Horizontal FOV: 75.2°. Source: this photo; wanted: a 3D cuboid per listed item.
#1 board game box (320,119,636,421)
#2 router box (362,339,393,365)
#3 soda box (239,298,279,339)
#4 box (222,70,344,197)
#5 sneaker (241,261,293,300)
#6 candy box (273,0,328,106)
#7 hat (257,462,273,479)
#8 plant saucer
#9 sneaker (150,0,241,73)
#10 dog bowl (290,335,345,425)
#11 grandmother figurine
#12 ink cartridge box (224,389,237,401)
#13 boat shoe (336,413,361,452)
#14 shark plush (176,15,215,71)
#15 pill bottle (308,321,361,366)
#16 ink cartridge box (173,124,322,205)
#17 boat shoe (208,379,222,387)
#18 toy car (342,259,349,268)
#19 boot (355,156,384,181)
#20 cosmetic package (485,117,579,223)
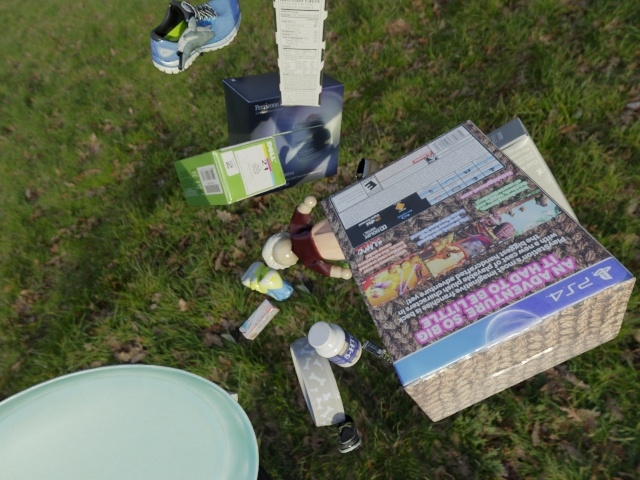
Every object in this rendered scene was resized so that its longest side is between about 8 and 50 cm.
[{"bbox_3d":[0.166,0.026,0.524,0.232,0.141,0.290,-28,48,7],"label":"board game box"},{"bbox_3d":[0.232,0.439,1.626,0.092,0.122,0.038,18,73,45],"label":"router box"},{"bbox_3d":[-0.268,0.346,1.825,0.183,0.058,0.063,-48,61,0],"label":"soda box"},{"bbox_3d":[-0.106,-0.320,1.214,0.297,0.293,0.183,-21,45,-26],"label":"box"},{"bbox_3d":[-0.164,0.139,1.300,0.126,0.240,0.091,43,77,-20],"label":"sneaker"},{"bbox_3d":[-0.029,-0.328,0.593,0.071,0.233,0.159,0,71,-3],"label":"candy box"},{"bbox_3d":[-0.215,0.446,0.622,0.332,0.133,0.331,6,19,-2],"label":"hat"},{"bbox_3d":[-0.220,0.263,0.420,0.318,0.317,0.044,-42,29,-13],"label":"plant saucer"},{"bbox_3d":[-0.361,-0.635,1.221,0.130,0.147,0.330,38,69,8],"label":"sneaker"},{"bbox_3d":[-0.020,0.516,1.538,0.102,0.348,0.348,-18,61,-12],"label":"dog bowl"},{"bbox_3d":[0.000,0.000,0.930,0.343,0.104,0.207,-15,94,38],"label":"grandmother figurine"},{"bbox_3d":[-0.465,0.589,1.451,0.308,0.223,0.128,-10,76,47],"label":"ink cartridge box"},{"bbox_3d":[0.089,0.658,1.426,0.081,0.228,0.068,-22,80,-2],"label":"boat shoe"},{"bbox_3d":[-0.320,-0.494,1.047,0.067,0.073,0.161,28,48,-23],"label":"shark plush"},{"bbox_3d":[0.045,0.335,1.356,0.112,0.187,0.111,-19,52,26],"label":"pill bottle"},{"bbox_3d":[-0.132,-0.155,0.842,0.255,0.096,0.189,-25,18,-35],"label":"ink cartridge box"},{"bbox_3d":[-0.478,0.717,1.782,0.074,0.080,0.223,2,71,22],"label":"boat shoe"},{"bbox_3d":[0.195,0.101,1.962,0.149,0.188,0.154,-10,54,23],"label":"toy car"},{"bbox_3d":[0.167,-0.234,1.690,0.082,0.106,0.219,27,95,51],"label":"boot"},{"bbox_3d":[0.363,-0.085,0.758,0.127,0.238,0.107,-32,20,30],"label":"cosmetic package"}]
